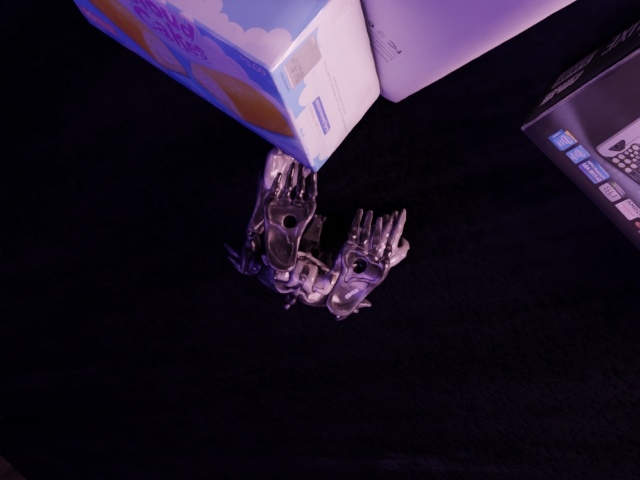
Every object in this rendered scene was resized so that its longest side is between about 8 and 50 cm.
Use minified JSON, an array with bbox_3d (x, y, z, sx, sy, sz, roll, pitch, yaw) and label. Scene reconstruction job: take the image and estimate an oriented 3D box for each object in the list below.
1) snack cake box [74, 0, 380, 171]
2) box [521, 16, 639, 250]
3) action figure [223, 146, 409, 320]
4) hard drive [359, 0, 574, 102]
[{"bbox_3d":[-0.090,-0.179,0.627,0.264,0.089,0.152,35,171,21],"label":"snack cake box"},{"bbox_3d":[0.320,-0.036,0.516,0.307,0.076,0.242,45,144,-9],"label":"box"},{"bbox_3d":[0.000,0.000,0.786,0.164,0.141,0.276,28,173,-4],"label":"action figure"},{"bbox_3d":[0.029,-0.190,0.512,0.203,0.040,0.307,43,171,-8],"label":"hard drive"}]
